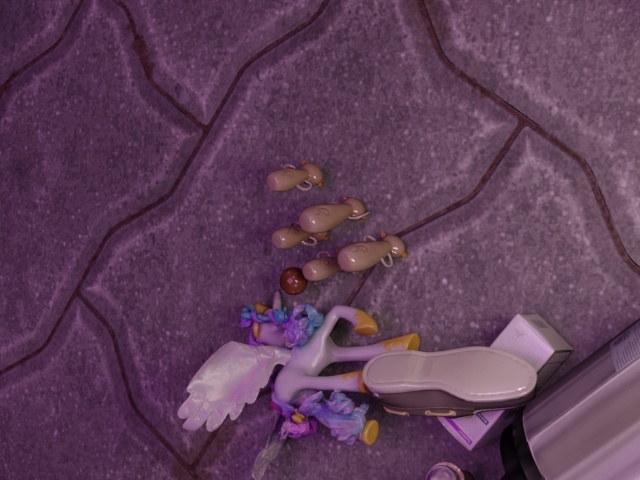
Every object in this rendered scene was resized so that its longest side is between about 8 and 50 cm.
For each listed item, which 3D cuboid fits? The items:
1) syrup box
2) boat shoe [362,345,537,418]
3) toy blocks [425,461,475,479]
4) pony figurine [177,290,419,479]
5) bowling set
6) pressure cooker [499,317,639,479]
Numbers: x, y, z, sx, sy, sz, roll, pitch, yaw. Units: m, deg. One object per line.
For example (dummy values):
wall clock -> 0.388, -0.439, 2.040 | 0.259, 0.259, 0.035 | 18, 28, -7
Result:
syrup box -> 0.311, 0.241, 1.944 | 0.096, 0.093, 0.237 | 47, 112, 27
boat shoe -> 0.220, 0.243, 1.894 | 0.305, 0.091, 0.109 | -1, 43, 30
toy blocks -> 0.167, 0.545, 1.824 | 0.289, 0.260, 0.309 | -33, 69, 12
pony figurine -> -0.045, 0.258, 2.102 | 0.364, 0.303, 0.351 | 9, 60, 36
bowling set -> 0.000, 0.000, 2.154 | 0.287, 0.154, 0.200 | 50, 131, 23
pressure cooker -> 0.468, 0.337, 1.676 | 0.420, 0.370, 0.375 | -42, 63, 20
